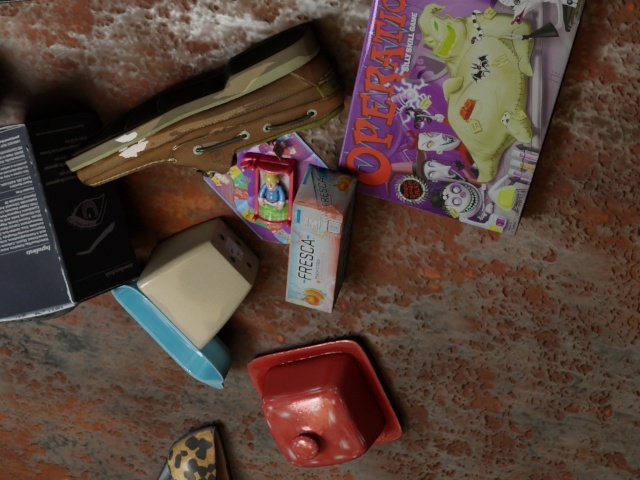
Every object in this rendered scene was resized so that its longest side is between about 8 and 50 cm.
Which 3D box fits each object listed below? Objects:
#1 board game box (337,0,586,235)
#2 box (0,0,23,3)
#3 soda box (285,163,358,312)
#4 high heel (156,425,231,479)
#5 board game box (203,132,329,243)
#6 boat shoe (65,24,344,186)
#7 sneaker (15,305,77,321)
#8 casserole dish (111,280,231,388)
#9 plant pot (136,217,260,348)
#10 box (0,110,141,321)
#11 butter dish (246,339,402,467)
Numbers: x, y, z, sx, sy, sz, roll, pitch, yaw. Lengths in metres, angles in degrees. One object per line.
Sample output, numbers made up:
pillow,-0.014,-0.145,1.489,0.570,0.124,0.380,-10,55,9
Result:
board game box,0.146,-0.179,1.529,0.208,0.056,0.346,18,126,10
box,-0.357,-0.313,1.510,0.261,0.184,0.103,-2,118,18
soda box,0.000,0.000,1.649,0.058,0.063,0.183,16,142,7
high heel,-0.095,0.356,1.935,0.261,0.093,0.186,27,112,-10
board game box,-0.058,-0.059,1.676,0.133,0.033,0.168,-34,107,31
boat shoe,-0.122,-0.114,1.584,0.307,0.110,0.104,-23,112,16
sneaker,-0.431,-0.012,1.766,0.331,0.122,0.146,20,128,3
casserole dish,-0.174,0.103,1.790,0.188,0.037,0.114,48,159,-14
plant pot,-0.132,0.040,1.724,0.096,0.109,0.109,-37,106,20
box,-0.304,-0.029,1.661,0.108,0.153,0.207,-12,94,24
butter dish,-0.005,0.216,1.787,0.160,0.118,0.160,-14,117,24
